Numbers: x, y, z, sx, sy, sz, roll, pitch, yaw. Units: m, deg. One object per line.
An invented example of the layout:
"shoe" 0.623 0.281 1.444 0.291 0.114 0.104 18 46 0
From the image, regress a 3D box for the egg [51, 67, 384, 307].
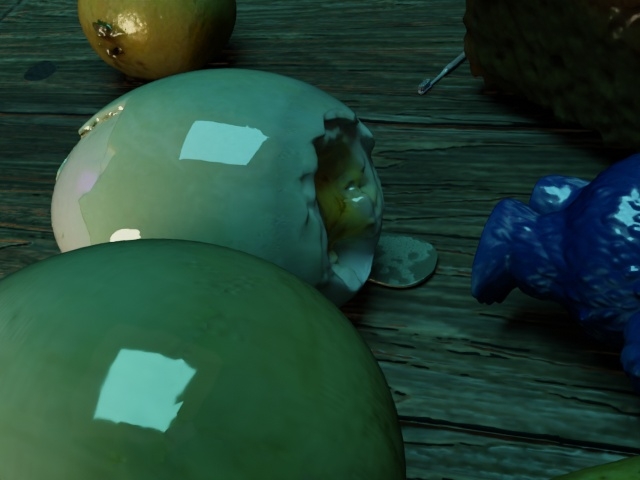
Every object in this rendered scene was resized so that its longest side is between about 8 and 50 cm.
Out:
"egg" -0.077 -0.022 0.646 0.217 0.183 0.183 0 42 25

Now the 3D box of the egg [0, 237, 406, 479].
"egg" -0.100 0.109 0.476 0.295 0.218 0.218 -4 40 32

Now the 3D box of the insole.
"insole" 0.000 0.000 0.730 0.193 0.006 0.065 15 48 30

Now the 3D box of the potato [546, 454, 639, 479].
"potato" 0.118 0.180 0.384 0.298 0.141 0.176 -33 53 -20

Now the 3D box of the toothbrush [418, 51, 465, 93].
"toothbrush" 0.119 -0.160 0.877 0.006 0.008 0.097 28 55 34

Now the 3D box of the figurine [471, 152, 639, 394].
"figurine" 0.223 0.017 0.555 0.262 0.121 0.164 11 43 24

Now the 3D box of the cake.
"cake" 0.280 -0.235 0.720 0.290 0.282 0.255 -28 49 -22

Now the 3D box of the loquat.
"loquat" -0.157 -0.226 0.936 0.163 0.137 0.163 -21 26 11
